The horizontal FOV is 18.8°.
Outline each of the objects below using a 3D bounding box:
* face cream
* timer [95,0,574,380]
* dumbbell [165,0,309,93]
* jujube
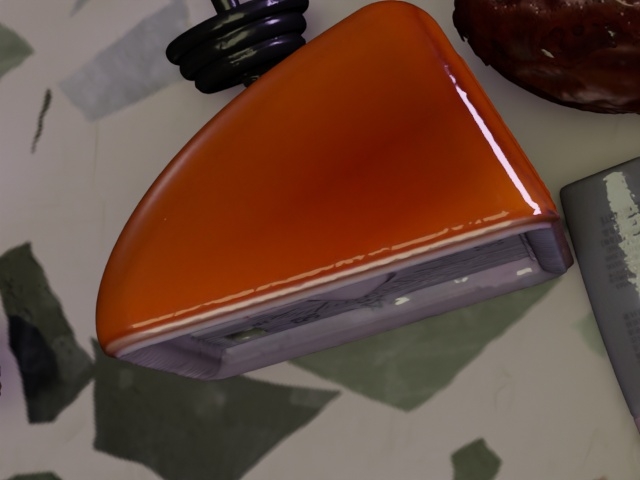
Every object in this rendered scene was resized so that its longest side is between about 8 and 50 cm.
[{"bbox_3d":[0.215,0.047,1.206,0.084,0.057,0.198,-20,89,7],"label":"face cream"},{"bbox_3d":[0.000,0.000,1.138,0.250,0.257,0.161,-32,79,4],"label":"timer"},{"bbox_3d":[-0.069,-0.172,1.224,0.099,0.099,0.208,-23,87,7],"label":"dumbbell"},{"bbox_3d":[0.198,-0.163,1.156,0.243,0.183,0.183,5,90,9],"label":"jujube"}]
